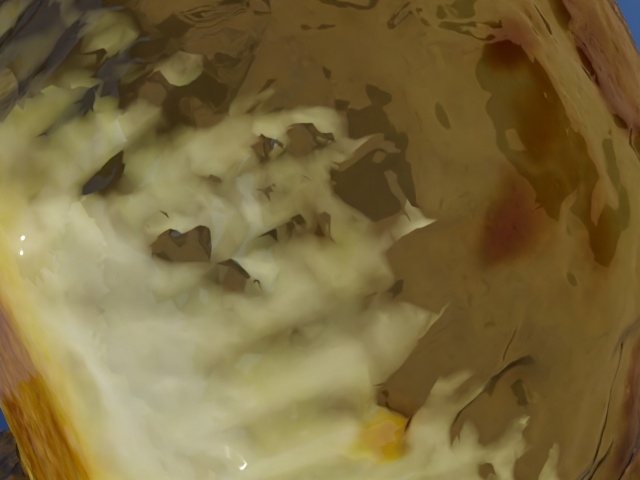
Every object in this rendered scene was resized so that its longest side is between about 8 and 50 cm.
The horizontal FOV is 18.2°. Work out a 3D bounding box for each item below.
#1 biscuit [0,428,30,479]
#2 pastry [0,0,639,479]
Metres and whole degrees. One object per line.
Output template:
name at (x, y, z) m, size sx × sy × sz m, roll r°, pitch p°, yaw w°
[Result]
biscuit at (-0.219, 0.175, 1.066) m, size 0.220 × 0.220 × 0.033 m, roll -75°, pitch -22°, yaw -51°
pastry at (0.000, 0.000, 0.887) m, size 0.388 × 0.312 × 0.388 m, roll 58°, pitch 165°, yaw 26°
